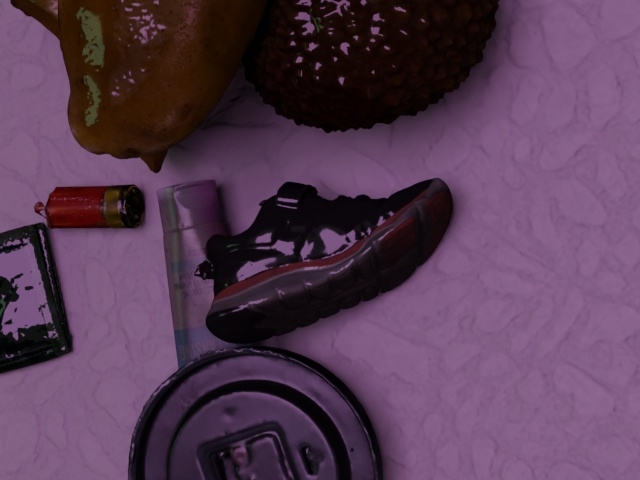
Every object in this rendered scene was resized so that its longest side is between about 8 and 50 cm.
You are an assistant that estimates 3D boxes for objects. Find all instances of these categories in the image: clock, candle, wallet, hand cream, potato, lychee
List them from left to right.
[{"bbox_3d":[-0.414,0.084,1.849,0.236,0.055,0.160,-16,87,17],"label":"wallet"},{"bbox_3d":[-0.269,-0.037,1.808,0.130,0.052,0.052,-2,85,20],"label":"candle"},{"bbox_3d":[-0.153,-0.256,1.528,0.195,0.176,0.369,10,98,-24],"label":"potato"},{"bbox_3d":[-0.124,0.093,1.739,0.111,0.070,0.312,-13,85,12],"label":"hand cream"},{"bbox_3d":[-0.067,0.248,1.687,0.280,0.055,0.281,1,94,14],"label":"clock"},{"bbox_3d":[0.052,-0.233,1.616,0.267,0.267,0.268,-2,85,19],"label":"lychee"}]

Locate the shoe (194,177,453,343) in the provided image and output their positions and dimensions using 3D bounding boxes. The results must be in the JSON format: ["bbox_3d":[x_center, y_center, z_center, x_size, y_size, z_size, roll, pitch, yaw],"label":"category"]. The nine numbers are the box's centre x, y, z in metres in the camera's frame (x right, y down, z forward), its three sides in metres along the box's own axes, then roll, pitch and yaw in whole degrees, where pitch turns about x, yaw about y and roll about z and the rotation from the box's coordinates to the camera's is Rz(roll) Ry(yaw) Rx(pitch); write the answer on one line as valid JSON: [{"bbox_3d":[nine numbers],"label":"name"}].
[{"bbox_3d":[0.000,0.000,1.677,0.290,0.114,0.137,-24,61,0],"label":"shoe"}]

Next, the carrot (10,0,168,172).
[{"bbox_3d":[-0.220,-0.275,1.715,0.241,0.241,0.341,24,91,19],"label":"carrot"}]
